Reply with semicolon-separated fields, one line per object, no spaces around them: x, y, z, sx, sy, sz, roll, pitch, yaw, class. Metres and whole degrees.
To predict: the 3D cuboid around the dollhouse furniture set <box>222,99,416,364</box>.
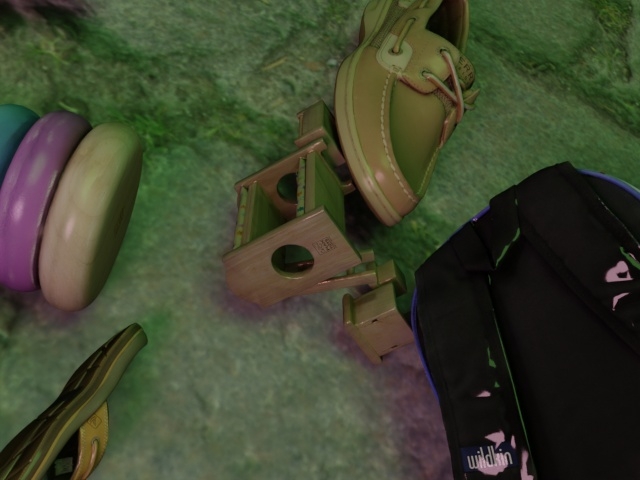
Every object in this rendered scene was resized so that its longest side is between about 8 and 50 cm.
0.000;0.000;0.648;0.161;0.101;0.182;53;21;-30;dollhouse furniture set

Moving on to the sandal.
-0.163;0.130;0.481;0.049;0.072;0.180;49;44;-16;sandal

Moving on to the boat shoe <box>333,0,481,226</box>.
0.095;-0.159;0.721;0.122;0.110;0.341;53;34;-37;boat shoe

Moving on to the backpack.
0.208;0.084;0.556;0.213;0.276;0.263;10;49;-61;backpack

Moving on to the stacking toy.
-0.302;-0.062;0.507;0.330;0.141;0.141;18;52;-7;stacking toy
